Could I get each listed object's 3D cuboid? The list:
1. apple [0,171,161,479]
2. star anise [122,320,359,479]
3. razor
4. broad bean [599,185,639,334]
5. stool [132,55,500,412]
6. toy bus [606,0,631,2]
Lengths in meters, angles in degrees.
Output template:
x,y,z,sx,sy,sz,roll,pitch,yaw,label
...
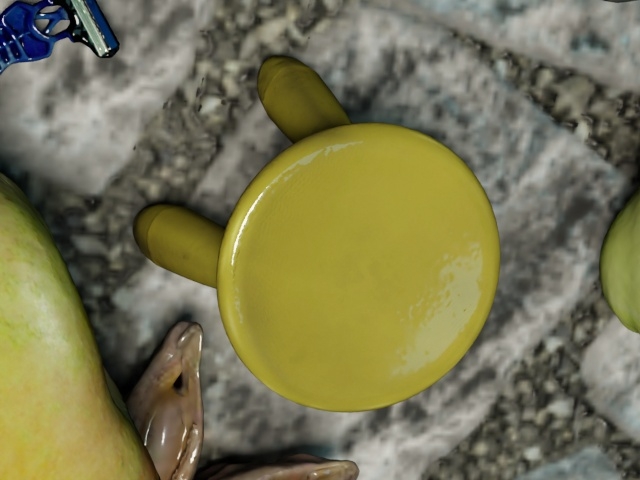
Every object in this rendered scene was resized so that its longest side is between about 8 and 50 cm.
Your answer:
x,y,z,sx,sy,sz,roll,pitch,yaw,label
-0.160,0.073,0.540,0.188,0.174,0.207,-22,75,-4,apple
-0.086,0.115,0.659,0.208,0.063,0.171,-7,100,-11,star anise
-0.153,-0.054,0.606,0.154,0.028,0.044,-33,111,-9,razor
0.188,-0.021,0.687,0.124,0.082,0.174,6,118,-47,broad bean
0.000,0.000,0.628,0.134,0.110,0.135,-7,107,-15,stool
0.137,-0.225,0.578,0.288,0.194,0.232,27,87,-22,toy bus
